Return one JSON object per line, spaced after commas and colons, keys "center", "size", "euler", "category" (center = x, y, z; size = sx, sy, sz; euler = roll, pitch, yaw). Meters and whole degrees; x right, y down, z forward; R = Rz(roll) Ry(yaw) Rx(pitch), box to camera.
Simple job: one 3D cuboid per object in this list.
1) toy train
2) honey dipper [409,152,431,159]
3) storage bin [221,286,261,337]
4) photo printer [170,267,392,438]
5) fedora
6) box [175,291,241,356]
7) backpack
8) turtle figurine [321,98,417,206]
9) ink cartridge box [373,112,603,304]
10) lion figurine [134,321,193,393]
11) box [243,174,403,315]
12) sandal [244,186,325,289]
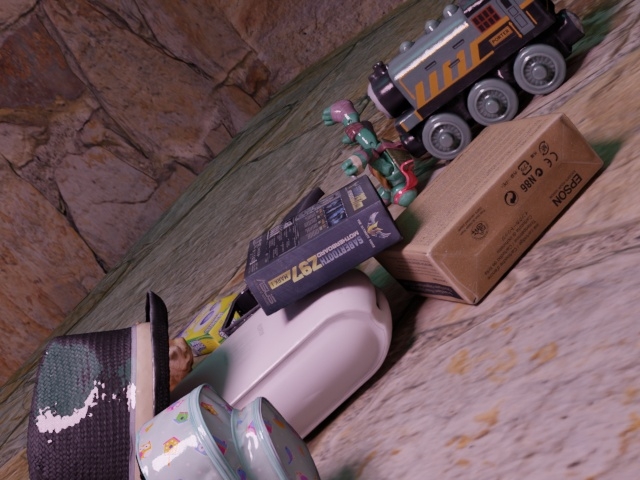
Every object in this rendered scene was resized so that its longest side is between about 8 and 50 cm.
{"center": [0.230, -0.267, 1.712], "size": [0.334, 0.190, 0.142], "euler": [-36, 15, 26], "category": "toy train"}
{"center": [0.147, -0.144, 1.920], "size": [0.030, 0.030, 0.161], "euler": [-47, 10, -18], "category": "honey dipper"}
{"center": [-0.043, 0.087, 1.617], "size": [0.180, 0.084, 0.122], "euler": [-38, 14, 20], "category": "storage bin"}
{"center": [-0.048, 0.155, 1.366], "size": [0.307, 0.107, 0.256], "euler": [-42, 13, 2], "category": "photo printer"}
{"center": [-0.255, 0.223, 1.293], "size": [0.334, 0.153, 0.334], "euler": [-179, 90, -79], "category": "fedora"}
{"center": [-0.174, 0.143, 1.904], "size": [0.105, 0.043, 0.179], "euler": [-51, 17, -30], "category": "box"}
{"center": [-0.084, 0.228, 1.070], "size": [0.144, 0.188, 0.166], "euler": [-41, 13, 7], "category": "backpack"}
{"center": [0.087, -0.110, 1.756], "size": [0.118, 0.175, 0.234], "euler": [-24, 53, -2], "category": "turtle figurine"}
{"center": [0.191, -0.038, 1.334], "size": [0.234, 0.088, 0.193], "euler": [-46, 12, -11], "category": "ink cartridge box"}
{"center": [-0.301, 0.288, 1.664], "size": [0.240, 0.142, 0.392], "euler": [-18, 32, 4], "category": "lion figurine"}
{"center": [0.000, 0.000, 1.384], "size": [0.183, 0.059, 0.232], "euler": [-31, 11, 3], "category": "box"}
{"center": [-0.057, 0.016, 1.971], "size": [0.254, 0.054, 0.097], "euler": [-61, 13, -27], "category": "sandal"}
